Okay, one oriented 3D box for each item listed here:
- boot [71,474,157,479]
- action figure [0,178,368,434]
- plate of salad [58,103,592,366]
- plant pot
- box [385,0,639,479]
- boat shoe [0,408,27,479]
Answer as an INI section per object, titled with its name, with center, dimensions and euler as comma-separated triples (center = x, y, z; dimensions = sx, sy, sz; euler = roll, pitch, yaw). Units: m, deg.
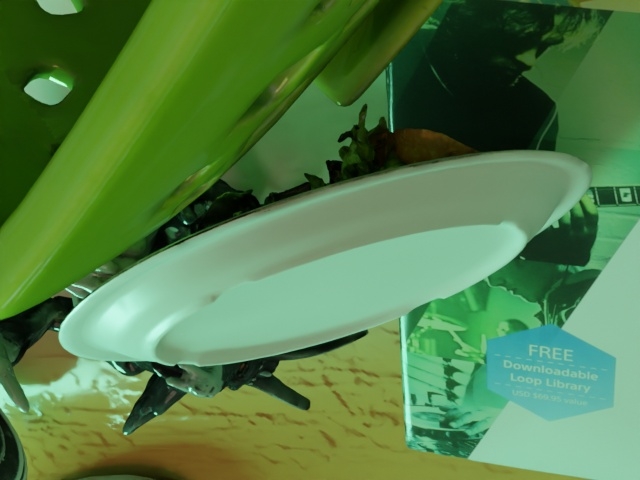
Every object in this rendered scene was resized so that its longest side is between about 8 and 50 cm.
[boot]
center = -0.168, 0.221, 1.020
dimensions = 0.258, 0.123, 0.095
euler = -30, 117, 37
[action figure]
center = -0.113, 0.010, 0.799
dimensions = 0.275, 0.141, 0.164
euler = 32, 122, -9
[plate of salad]
center = 0.000, 0.000, 0.677
dimensions = 0.200, 0.200, 0.048
euler = -28, 74, 36
[plant pot]
center = -0.046, -0.148, 0.545
dimensions = 0.227, 0.207, 0.228
euler = 51, 133, 12
[box]
center = 0.144, -0.024, 0.733
dimensions = 0.232, 0.058, 0.322
euler = 7, 132, 14
[boat shoe]
center = -0.251, 0.028, 0.891
dimensions = 0.301, 0.108, 0.102
euler = 43, 132, -11
